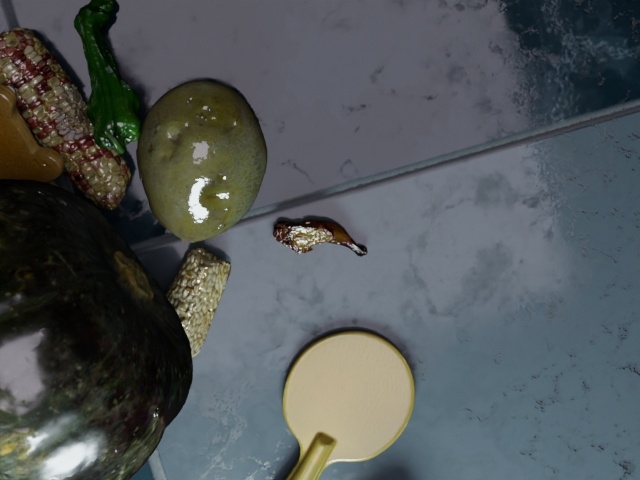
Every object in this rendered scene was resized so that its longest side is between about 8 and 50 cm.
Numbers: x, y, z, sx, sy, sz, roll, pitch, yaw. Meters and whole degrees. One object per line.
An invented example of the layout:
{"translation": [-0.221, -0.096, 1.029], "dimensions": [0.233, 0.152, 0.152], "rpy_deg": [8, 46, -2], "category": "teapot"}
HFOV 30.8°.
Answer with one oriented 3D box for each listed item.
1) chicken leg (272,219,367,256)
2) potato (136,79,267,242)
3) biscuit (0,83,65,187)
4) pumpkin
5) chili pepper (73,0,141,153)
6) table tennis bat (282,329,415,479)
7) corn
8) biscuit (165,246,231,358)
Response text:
{"translation": [0.001, -0.004, 1.735], "dimensions": [0.145, 0.037, 0.062], "rpy_deg": [3, 121, -4], "category": "chicken leg"}
{"translation": [-0.169, -0.112, 1.648], "dimensions": [0.178, 0.160, 0.235], "rpy_deg": [19, 108, 10], "category": "potato"}
{"translation": [-0.428, -0.115, 1.645], "dimensions": [0.158, 0.035, 0.240], "rpy_deg": [-6, 127, 33], "category": "biscuit"}
{"translation": [-0.375, 0.136, 1.519], "dimensions": [0.344, 0.454, 0.454], "rpy_deg": [-31, 100, 5], "category": "pumpkin"}
{"translation": [-0.298, -0.225, 1.614], "dimensions": [0.074, 0.100, 0.257], "rpy_deg": [-10, 70, -23], "category": "chili pepper"}
{"translation": [0.016, 0.288, 1.778], "dimensions": [0.198, 0.050, 0.320], "rpy_deg": [29, 92, -7], "category": "table tennis bat"}
{"translation": [-0.367, -0.171, 1.646], "dimensions": [0.098, 0.098, 0.290], "rpy_deg": [-37, 100, 2], "category": "corn"}
{"translation": [-0.192, 0.093, 1.716], "dimensions": [0.070, 0.082, 0.168], "rpy_deg": [26, 97, 17], "category": "biscuit"}
